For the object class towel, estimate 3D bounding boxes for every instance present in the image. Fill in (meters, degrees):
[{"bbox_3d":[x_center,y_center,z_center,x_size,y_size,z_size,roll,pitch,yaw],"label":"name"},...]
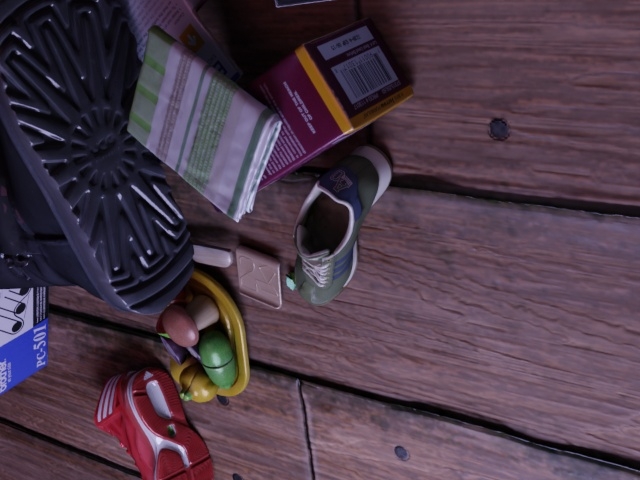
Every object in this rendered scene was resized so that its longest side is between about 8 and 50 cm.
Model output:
[{"bbox_3d":[-0.103,-0.102,0.782,0.152,0.023,0.113,40,128,21],"label":"towel"}]

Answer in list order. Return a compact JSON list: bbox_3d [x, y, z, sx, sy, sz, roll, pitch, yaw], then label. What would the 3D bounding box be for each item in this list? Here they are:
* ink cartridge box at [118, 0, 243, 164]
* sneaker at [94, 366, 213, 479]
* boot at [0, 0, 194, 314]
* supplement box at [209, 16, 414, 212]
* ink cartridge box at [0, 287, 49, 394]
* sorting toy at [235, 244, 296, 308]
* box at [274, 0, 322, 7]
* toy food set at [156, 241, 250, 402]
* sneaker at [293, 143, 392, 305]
[{"bbox_3d":[-0.245,-0.219,0.929,0.330,0.071,0.324,52,134,-2],"label":"ink cartridge box"},{"bbox_3d":[-0.220,0.269,1.185,0.128,0.087,0.221,-8,97,48],"label":"sneaker"},{"bbox_3d":[-0.366,-0.105,0.961,0.445,0.146,0.367,7,119,40],"label":"boot"},{"bbox_3d":[-0.026,-0.107,0.802,0.188,0.104,0.081,-28,95,43],"label":"supplement box"},{"bbox_3d":[-0.415,0.107,1.216,0.046,0.097,0.207,30,129,21],"label":"ink cartridge box"},{"bbox_3d":[-0.053,0.042,0.968,0.083,0.012,0.062,20,127,27],"label":"sorting toy"},{"bbox_3d":[0.119,-0.226,0.588,0.290,0.169,0.087,3,118,34],"label":"box"},{"bbox_3d":[-0.154,0.104,1.030,0.128,0.071,0.218,17,127,32],"label":"toy food set"},{"bbox_3d":[0.000,0.000,0.853,0.064,0.086,0.192,36,131,16],"label":"sneaker"}]
